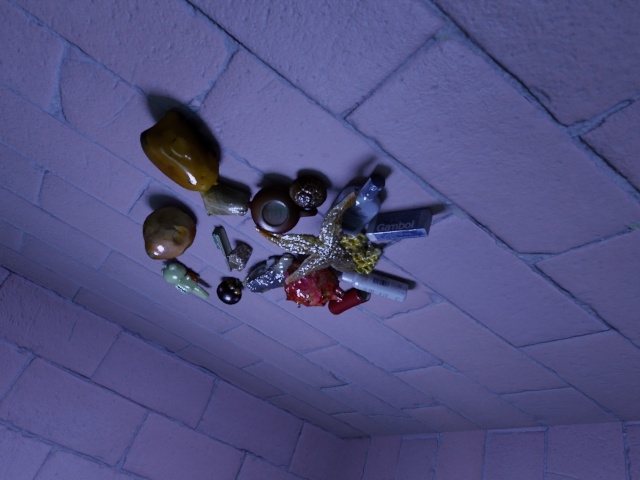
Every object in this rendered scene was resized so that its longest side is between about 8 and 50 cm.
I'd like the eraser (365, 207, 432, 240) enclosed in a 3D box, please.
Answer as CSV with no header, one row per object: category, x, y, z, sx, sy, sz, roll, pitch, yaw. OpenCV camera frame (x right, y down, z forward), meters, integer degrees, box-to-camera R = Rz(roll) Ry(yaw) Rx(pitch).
eraser,0.261,-0.051,1.582,0.213,0.091,0.046,-5,139,35

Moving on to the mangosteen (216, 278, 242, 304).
mangosteen,-0.441,0.245,2.342,0.140,0.140,0.140,14,145,10

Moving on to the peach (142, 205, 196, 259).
peach,-0.634,-0.024,1.960,0.215,0.235,0.214,13,135,13

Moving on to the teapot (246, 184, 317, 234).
teapot,-0.136,-0.115,1.685,0.252,0.135,0.178,3,115,-5

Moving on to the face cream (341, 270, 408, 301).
face cream,0.216,0.174,1.924,0.269,0.081,0.082,17,146,5

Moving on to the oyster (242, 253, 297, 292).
oyster,-0.231,0.161,2.109,0.342,0.110,0.166,-18,137,26

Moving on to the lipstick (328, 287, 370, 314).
lipstick,0.124,0.264,2.097,0.080,0.080,0.241,33,144,-18

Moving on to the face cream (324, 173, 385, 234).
face cream,0.122,-0.119,1.575,0.144,0.070,0.291,24,147,-9

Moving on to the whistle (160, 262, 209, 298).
whistle,-0.680,0.203,2.404,0.288,0.106,0.131,40,139,-24

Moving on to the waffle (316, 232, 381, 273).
waffle,0.102,0.035,1.814,0.250,0.056,0.261,17,148,6

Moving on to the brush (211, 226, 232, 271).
brush,-0.423,0.041,2.095,0.048,0.054,0.282,19,147,19

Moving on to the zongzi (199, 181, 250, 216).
zongzi,-0.363,-0.176,1.734,0.195,0.099,0.197,4,135,23

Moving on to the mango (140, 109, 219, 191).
mango,-0.457,-0.280,1.584,0.201,0.152,0.287,-10,134,44

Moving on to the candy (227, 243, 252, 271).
candy,-0.347,0.072,2.051,0.085,0.110,0.095,29,135,5

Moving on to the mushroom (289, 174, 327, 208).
mushroom,-0.041,-0.159,1.590,0.126,0.084,0.109,-8,140,13

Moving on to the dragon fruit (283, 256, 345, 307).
dragon fruit,-0.023,0.177,1.953,0.268,0.210,0.205,17,118,11

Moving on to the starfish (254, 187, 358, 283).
starfish,0.000,0.011,1.617,0.384,0.132,0.398,-8,145,21
